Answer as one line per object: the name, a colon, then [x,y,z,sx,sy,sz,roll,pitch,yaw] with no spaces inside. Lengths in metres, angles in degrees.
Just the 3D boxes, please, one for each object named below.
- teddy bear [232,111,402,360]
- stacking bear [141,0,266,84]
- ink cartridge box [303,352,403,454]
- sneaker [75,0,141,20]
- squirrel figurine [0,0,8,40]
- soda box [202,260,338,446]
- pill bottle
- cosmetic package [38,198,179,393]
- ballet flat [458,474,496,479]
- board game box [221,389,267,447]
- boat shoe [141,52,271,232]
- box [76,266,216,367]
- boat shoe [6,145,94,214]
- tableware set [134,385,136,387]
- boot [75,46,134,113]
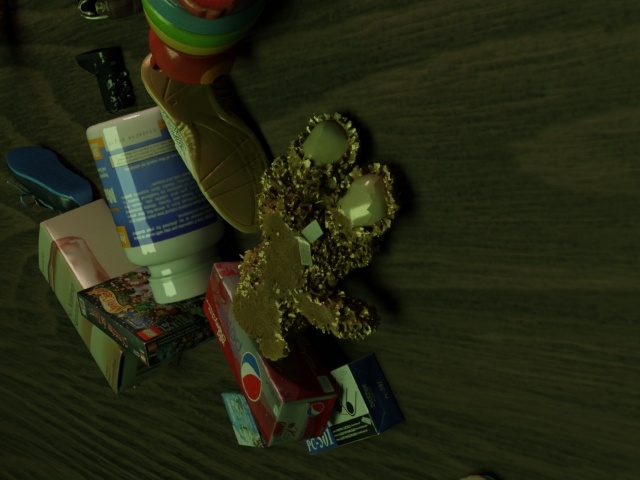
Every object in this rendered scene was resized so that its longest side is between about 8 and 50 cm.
teddy bear: [0.000,0.000,1.393,0.245,0.113,0.338,36,130,32]
stacking bear: [-0.140,-0.286,1.369,0.164,0.175,0.289,51,156,8]
ink cartridge box: [0.026,0.222,1.529,0.207,0.046,0.097,-35,78,59]
sneaker: [-0.339,-0.363,1.712,0.188,0.071,0.066,14,121,54]
squirrel figurine: [-0.793,-0.422,2.101,0.397,0.370,0.281,42,141,37]
soda box: [-0.073,0.146,1.543,0.263,0.083,0.092,60,145,40]
pill bottle: [-0.226,-0.053,1.650,0.152,0.152,0.272,-2,106,58]
cosmetic package: [-0.367,0.095,1.990,0.296,0.129,0.153,53,150,26]
ballet flat: [0.140,0.397,1.399,0.107,0.106,0.316,51,145,27]
board game box: [-0.118,0.283,1.823,0.090,0.020,0.090,-11,99,61]
boat shoe: [-0.143,-0.132,1.541,0.277,0.098,0.096,60,173,5]
box: [-0.259,0.110,1.800,0.233,0.159,0.044,26,130,49]
boat shoe: [-0.510,-0.094,2.125,0.258,0.109,0.089,38,142,44]
tableware set: [-0.394,0.196,2.208,0.141,0.020,0.169,42,141,37]
boot: [-0.343,-0.254,1.818,0.121,0.045,0.099,10,120,55]
